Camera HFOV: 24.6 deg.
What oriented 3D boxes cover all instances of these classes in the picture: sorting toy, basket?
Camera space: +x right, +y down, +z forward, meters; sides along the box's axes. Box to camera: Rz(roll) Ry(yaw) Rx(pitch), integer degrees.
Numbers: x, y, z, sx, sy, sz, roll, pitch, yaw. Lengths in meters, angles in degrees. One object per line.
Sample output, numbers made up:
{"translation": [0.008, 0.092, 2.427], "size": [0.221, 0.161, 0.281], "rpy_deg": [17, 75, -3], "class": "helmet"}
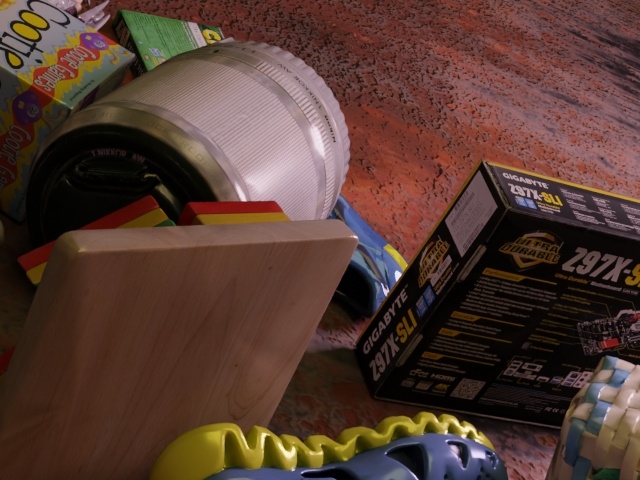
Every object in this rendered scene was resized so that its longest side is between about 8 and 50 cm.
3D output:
{"translation": [-0.136, 0.076, 1.112], "size": [0.255, 0.257, 0.089], "rpy_deg": [-3, 40, -42], "class": "sorting toy"}
{"translation": [0.337, 0.251, 1.281], "size": [0.289, 0.254, 0.201], "rpy_deg": [17, 29, 12], "class": "basket"}

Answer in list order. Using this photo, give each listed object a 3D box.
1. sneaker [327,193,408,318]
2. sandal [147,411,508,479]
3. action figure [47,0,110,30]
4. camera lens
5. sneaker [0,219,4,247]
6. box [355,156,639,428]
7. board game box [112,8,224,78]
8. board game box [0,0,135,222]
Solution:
{"translation": [0.000, 0.000, 1.492], "size": [0.209, 0.069, 0.082], "rpy_deg": [42, 38, 15], "class": "sneaker"}
{"translation": [0.021, 0.223, 1.182], "size": [0.317, 0.126, 0.138], "rpy_deg": [-2, 49, -29], "class": "sandal"}
{"translation": [-0.340, -0.290, 1.573], "size": [0.285, 0.099, 0.185], "rpy_deg": [43, 29, 11], "class": "action figure"}
{"translation": [-0.115, -0.049, 1.323], "size": [0.219, 0.219, 0.274], "rpy_deg": [36, 33, 7], "class": "camera lens"}
{"translation": [-0.373, 0.062, 1.082], "size": [0.385, 0.145, 0.147], "rpy_deg": [-28, 96, -56], "class": "sneaker"}
{"translation": [0.233, 0.068, 1.421], "size": [0.322, 0.257, 0.079], "rpy_deg": [12, 37, -27], "class": "box"}
{"translation": [-0.135, -0.161, 1.631], "size": [0.136, 0.030, 0.259], "rpy_deg": [5, 42, -32], "class": "board game box"}
{"translation": [-0.340, -0.168, 1.367], "size": [0.275, 0.142, 0.144], "rpy_deg": [32, 33, 1], "class": "board game box"}
